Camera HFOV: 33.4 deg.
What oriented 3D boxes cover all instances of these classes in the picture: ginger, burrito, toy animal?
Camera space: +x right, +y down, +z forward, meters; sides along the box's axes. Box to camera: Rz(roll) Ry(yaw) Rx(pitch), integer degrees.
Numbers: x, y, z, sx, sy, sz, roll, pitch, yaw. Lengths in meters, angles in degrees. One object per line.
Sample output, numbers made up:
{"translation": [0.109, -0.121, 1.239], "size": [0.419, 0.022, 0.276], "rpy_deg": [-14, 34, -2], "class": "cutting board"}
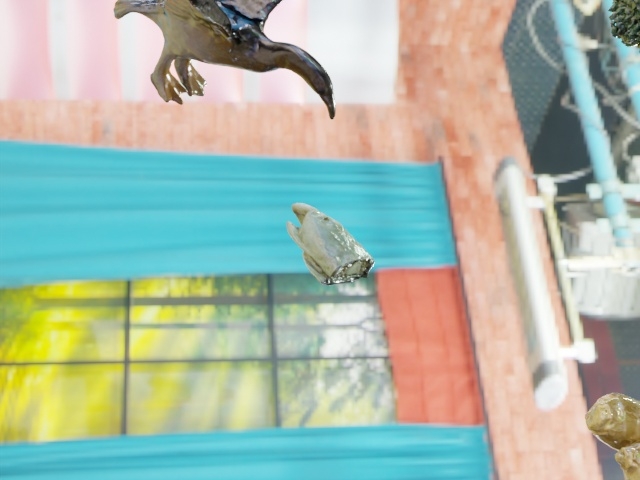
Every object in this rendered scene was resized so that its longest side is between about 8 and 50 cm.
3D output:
{"translation": [0.351, 0.177, 0.910], "size": [0.065, 0.299, 0.118], "rpy_deg": [-56, -135, 34], "class": "ginger"}
{"translation": [0.003, 0.000, 1.139], "size": [0.118, 0.074, 0.044], "rpy_deg": [52, -50, 34], "class": "burrito"}
{"translation": [-0.068, -0.168, 0.866], "size": [0.197, 0.160, 0.272], "rpy_deg": [57, 37, -9], "class": "toy animal"}

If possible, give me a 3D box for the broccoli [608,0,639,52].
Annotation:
{"translation": [0.367, -0.233, 0.998], "size": [0.194, 0.194, 0.219], "rpy_deg": [-136, -133, -80], "class": "broccoli"}
